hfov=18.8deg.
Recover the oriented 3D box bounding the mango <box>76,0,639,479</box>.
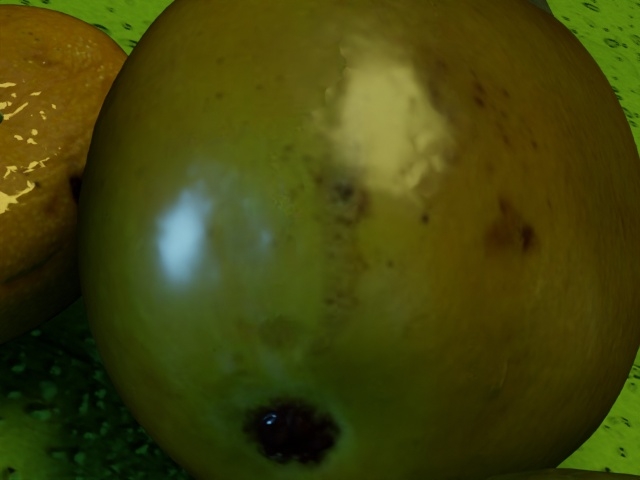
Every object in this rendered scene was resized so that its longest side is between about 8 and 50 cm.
[{"bbox_3d":[0.047,-0.010,0.999,0.445,0.232,0.300,-23,95,-63],"label":"mango"}]

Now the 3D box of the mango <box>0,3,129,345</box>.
[{"bbox_3d":[-0.195,-0.019,0.973,0.177,0.120,0.295,34,46,15],"label":"mango"}]

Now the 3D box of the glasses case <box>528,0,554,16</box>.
[{"bbox_3d":[0.107,-0.140,1.409,0.074,0.131,0.323,18,29,-21],"label":"glasses case"}]

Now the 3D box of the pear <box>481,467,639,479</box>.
[{"bbox_3d":[0.134,0.257,0.574,0.413,0.352,0.352,40,31,27],"label":"pear"}]

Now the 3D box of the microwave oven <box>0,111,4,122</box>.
[{"bbox_3d":[-0.279,-0.040,0.792,0.194,0.240,0.145,43,-10,25],"label":"microwave oven"}]
